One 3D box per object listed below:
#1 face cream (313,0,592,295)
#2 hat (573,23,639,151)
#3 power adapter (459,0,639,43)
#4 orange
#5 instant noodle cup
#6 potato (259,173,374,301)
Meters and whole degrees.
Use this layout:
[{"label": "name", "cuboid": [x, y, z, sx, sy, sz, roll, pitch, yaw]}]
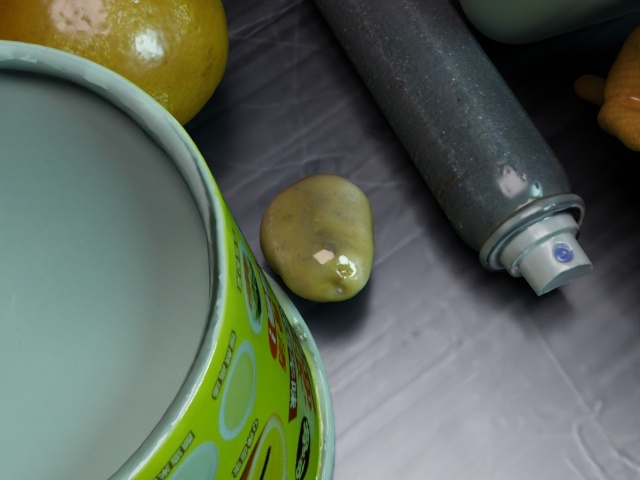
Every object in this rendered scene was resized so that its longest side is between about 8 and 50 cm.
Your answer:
[{"label": "face cream", "cuboid": [0.073, -0.089, 0.660, 0.073, 0.073, 0.283, -24, 64, -10]}, {"label": "hat", "cuboid": [0.246, -0.069, 0.618, 0.233, 0.244, 0.233, 20, 77, 46]}, {"label": "power adapter", "cuboid": [0.173, -0.196, 0.623, 0.187, 0.255, 0.124, -17, 90, -7]}, {"label": "orange", "cuboid": [-0.133, -0.122, 0.640, 0.159, 0.136, 0.159, -12, 27, 6]}, {"label": "instant noodle cup", "cuboid": [-0.143, 0.062, 0.508, 0.311, 0.221, 0.311, -1, 63, 1]}, {"label": "potato", "cuboid": [0.000, 0.000, 0.624, 0.068, 0.062, 0.083, -34, 26, 12]}]
